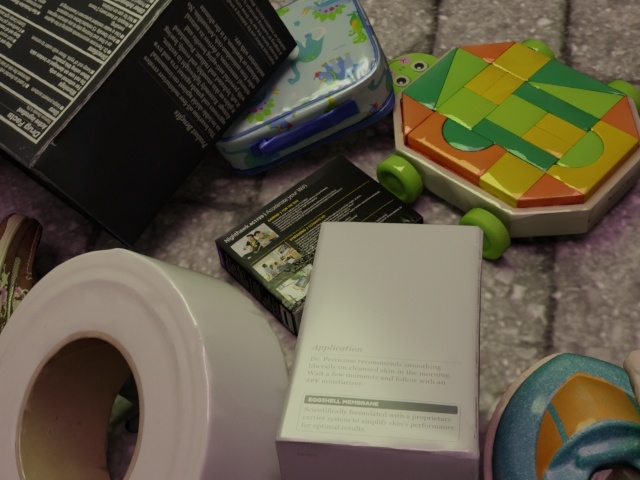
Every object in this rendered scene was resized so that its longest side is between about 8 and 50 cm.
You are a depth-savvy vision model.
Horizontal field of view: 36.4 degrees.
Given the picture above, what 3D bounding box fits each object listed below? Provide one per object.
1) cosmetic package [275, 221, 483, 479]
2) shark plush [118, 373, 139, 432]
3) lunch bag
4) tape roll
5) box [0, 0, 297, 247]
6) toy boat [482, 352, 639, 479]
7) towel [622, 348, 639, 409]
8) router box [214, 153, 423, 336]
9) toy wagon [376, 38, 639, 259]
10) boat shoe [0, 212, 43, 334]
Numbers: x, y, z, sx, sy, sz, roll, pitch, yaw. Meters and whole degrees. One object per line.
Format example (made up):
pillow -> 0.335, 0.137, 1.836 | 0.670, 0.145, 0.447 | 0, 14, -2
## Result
cosmetic package -> 0.056, 0.140, 0.767 | 0.138, 0.224, 0.224 | 3, 41, 9
shark plush -> -0.126, 0.144, 0.907 | 0.161, 0.067, 0.073 | 12, 54, 16
lunch bag -> -0.032, -0.179, 1.115 | 0.219, 0.090, 0.176 | -25, 52, 8
tape roll -> -0.160, 0.154, 0.784 | 0.286, 0.100, 0.286 | -12, 70, 35
box -> -0.243, -0.198, 1.059 | 0.296, 0.183, 0.294 | 32, 79, 37
toy boat -> 0.291, 0.180, 0.778 | 0.318, 0.148, 0.267 | -14, 51, -4
towel -> 0.392, 0.163, 0.614 | 0.332, 0.053, 0.317 | -11, 37, 7
router box -> 0.000, 0.000, 1.022 | 0.179, 0.046, 0.133 | -35, 55, -21
toy wagon -> 0.183, -0.132, 1.093 | 0.344, 0.068, 0.267 | 35, 63, 29
boat shoe -> -0.306, 0.086, 0.977 | 0.095, 0.095, 0.257 | 15, 50, -11
